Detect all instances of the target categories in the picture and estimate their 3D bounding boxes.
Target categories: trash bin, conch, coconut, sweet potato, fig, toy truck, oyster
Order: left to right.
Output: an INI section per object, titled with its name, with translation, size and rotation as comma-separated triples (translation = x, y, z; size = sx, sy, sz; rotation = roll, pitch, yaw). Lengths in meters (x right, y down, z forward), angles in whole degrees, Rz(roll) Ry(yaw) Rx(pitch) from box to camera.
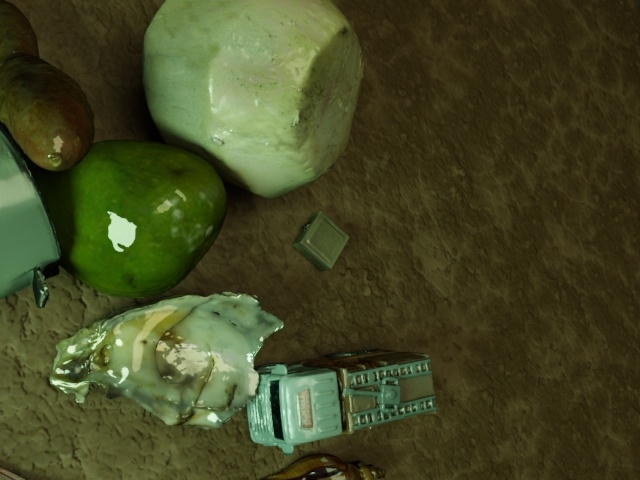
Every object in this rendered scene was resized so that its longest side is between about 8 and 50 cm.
[trash bin]
translation = -0.470, -0.003, 0.693
size = 0.263, 0.217, 0.277
rotation = -30, 82, -35
[sweet potato]
translation = -0.367, -0.196, 0.784
size = 0.109, 0.109, 0.385
rotation = -6, 41, -35
[fig]
translation = -0.279, -0.056, 0.853
size = 0.314, 0.233, 0.233
rotation = 34, 53, 25
[oyster]
translation = -0.209, 0.167, 0.900
size = 0.271, 0.100, 0.275
rotation = 45, 71, -12
[coconut]
translation = -0.107, -0.236, 0.937
size = 0.353, 0.353, 0.352
rotation = 8, 76, -33
[conch]
translation = 0.009, 0.399, 1.017
size = 0.233, 0.080, 0.086
rotation = 20, 62, -28
[toy truck]
translation = 0.042, 0.257, 1.017
size = 0.306, 0.162, 0.136
rotation = -1, 81, -34

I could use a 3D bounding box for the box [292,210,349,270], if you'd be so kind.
[box]
translation = 0.000, 0.000, 1.120
size = 0.083, 0.035, 0.079
rotation = 43, 60, -19

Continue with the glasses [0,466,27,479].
[glasses]
translation = -0.462, 0.349, 0.698
size = 0.268, 0.118, 0.234
rotation = 48, 32, -38
